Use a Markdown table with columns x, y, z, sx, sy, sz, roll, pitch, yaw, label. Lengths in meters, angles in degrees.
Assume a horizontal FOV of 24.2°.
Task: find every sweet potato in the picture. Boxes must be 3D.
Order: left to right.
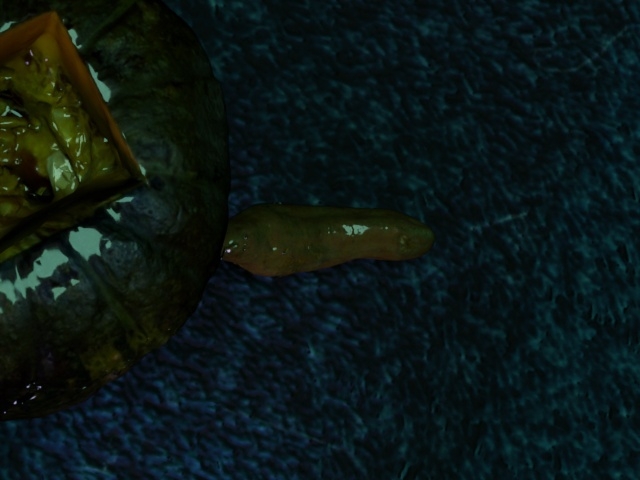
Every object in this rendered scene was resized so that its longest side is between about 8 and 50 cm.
| x | y | z | sx | sy | sz | roll | pitch | yaw | label |
| --- | --- | --- | --- | --- | --- | --- | --- | --- | --- |
| 0.000 | -0.001 | 1.074 | 0.182 | 0.054 | 0.053 | -3 | 44 | -28 | sweet potato |

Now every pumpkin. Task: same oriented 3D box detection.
| x | y | z | sx | sy | sz | roll | pitch | yaw | label |
| --- | --- | --- | --- | --- | --- | --- | --- | --- | --- |
| -0.204 | -0.043 | 0.959 | 0.320 | 0.192 | 0.320 | 3 | 81 | -16 | pumpkin |
